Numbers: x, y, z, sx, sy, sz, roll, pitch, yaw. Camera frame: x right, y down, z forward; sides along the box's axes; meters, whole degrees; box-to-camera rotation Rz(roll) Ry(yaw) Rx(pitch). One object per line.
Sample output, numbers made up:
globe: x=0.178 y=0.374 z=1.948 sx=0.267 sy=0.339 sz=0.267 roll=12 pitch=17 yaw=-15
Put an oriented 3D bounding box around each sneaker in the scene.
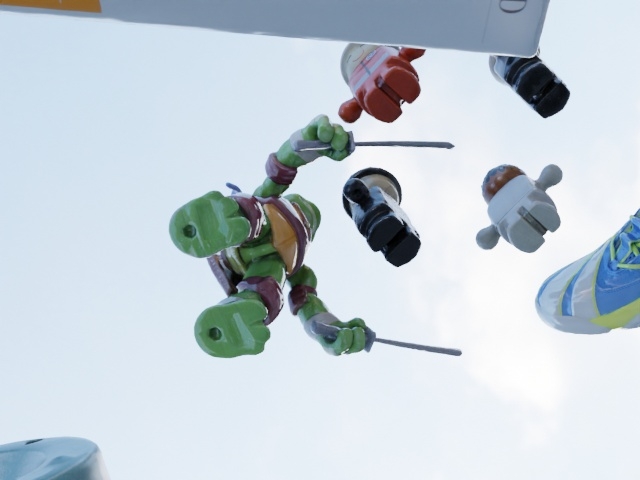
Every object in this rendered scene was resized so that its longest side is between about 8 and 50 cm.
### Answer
sneaker: x=0.260 y=-0.020 z=1.016 sx=0.091 sy=0.240 sz=0.126 roll=-97 pitch=-16 yaw=-62

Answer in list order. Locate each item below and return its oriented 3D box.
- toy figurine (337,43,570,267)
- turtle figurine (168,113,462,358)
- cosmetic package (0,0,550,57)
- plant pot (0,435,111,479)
toy figurine: x=0.120 y=-0.091 z=1.276 sx=0.210 sy=0.148 sz=0.213 roll=-6 pitch=-69 yaw=-6
turtle figurine: x=0.000 y=0.000 z=1.216 sx=0.266 sy=0.275 sz=0.197 roll=-32 pitch=-36 yaw=-65
cosmetic package: x=-0.062 y=-0.267 z=0.926 sx=0.230 sy=0.453 sz=0.161 roll=92 pitch=-177 yaw=-59
plant pot: x=-0.163 y=0.241 z=0.673 sx=0.272 sy=0.272 sz=0.255 roll=-17 pitch=-84 yaw=-44
